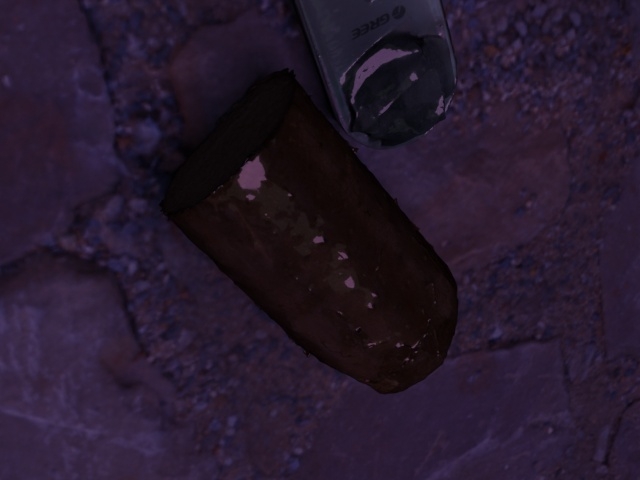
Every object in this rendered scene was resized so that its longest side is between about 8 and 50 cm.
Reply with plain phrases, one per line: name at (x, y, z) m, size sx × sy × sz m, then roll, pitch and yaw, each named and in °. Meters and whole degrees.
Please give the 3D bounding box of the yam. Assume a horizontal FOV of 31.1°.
yam at (0.000, 0.001, 0.844) m, size 0.129 × 0.128 × 0.238 m, roll -25°, pitch 127°, yaw 28°

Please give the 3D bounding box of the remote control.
remote control at (0.029, -0.175, 0.810) m, size 0.104 × 0.052 × 0.247 m, roll -28°, pitch 125°, yaw -11°
